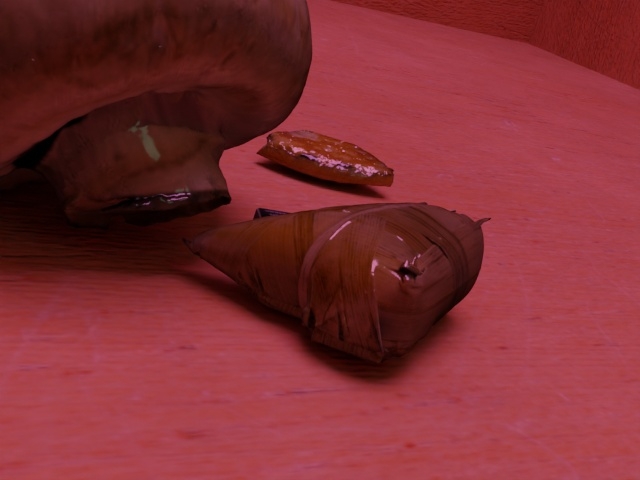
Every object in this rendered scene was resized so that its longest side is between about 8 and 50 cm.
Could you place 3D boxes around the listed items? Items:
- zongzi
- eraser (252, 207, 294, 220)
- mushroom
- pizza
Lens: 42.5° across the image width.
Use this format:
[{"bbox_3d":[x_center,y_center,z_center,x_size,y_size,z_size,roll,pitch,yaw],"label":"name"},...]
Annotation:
[{"bbox_3d":[0.018,0.010,0.653,0.197,0.099,0.194,19,21,27],"label":"zongzi"},{"bbox_3d":[0.000,0.000,0.740,0.122,0.029,0.052,9,23,-16],"label":"eraser"},{"bbox_3d":[-0.173,-0.138,0.642,0.352,0.260,0.352,-13,-3,-1],"label":"mushroom"},{"bbox_3d":[0.006,-0.094,0.962,0.160,0.036,0.099,15,22,-3],"label":"pizza"}]
